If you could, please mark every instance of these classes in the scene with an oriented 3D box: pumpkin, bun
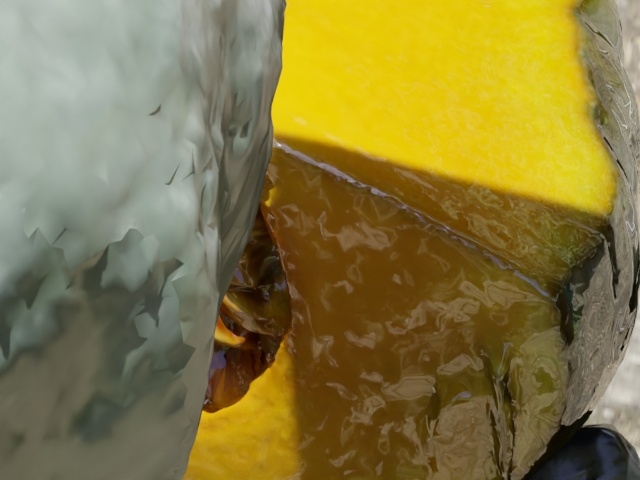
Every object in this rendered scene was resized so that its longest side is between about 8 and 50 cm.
[{"bbox_3d":[0.000,0.000,0.864,0.256,0.303,0.225,45,38,-16],"label":"pumpkin"},{"bbox_3d":[-0.159,0.015,0.438,0.362,0.362,0.211,-44,111,-7],"label":"bun"}]

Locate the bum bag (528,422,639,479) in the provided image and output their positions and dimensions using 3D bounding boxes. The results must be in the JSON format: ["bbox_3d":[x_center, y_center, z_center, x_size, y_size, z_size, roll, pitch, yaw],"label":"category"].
[{"bbox_3d":[0.158,0.198,0.887,0.123,0.060,0.248,-37,97,29],"label":"bum bag"}]
